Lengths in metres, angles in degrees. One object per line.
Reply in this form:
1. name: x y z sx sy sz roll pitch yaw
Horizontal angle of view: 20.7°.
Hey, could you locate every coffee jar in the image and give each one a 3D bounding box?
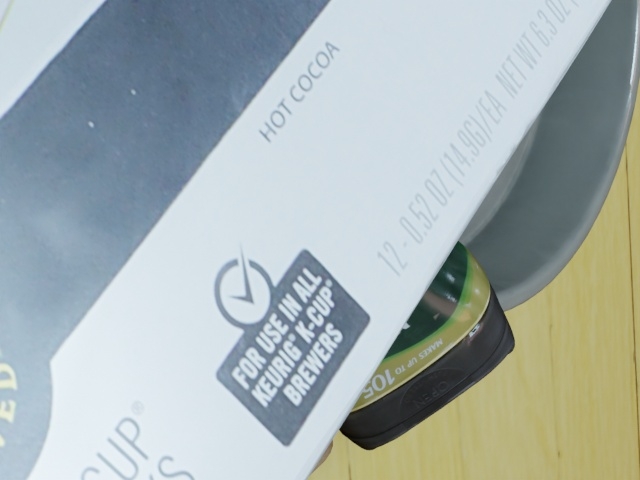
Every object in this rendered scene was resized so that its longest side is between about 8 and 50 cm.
1. coffee jar: 0.000 0.000 0.724 0.096 0.079 0.184 -36 118 6

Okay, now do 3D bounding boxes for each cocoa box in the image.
1. cocoa box: -0.104 -0.050 0.448 0.228 0.231 0.347 45 56 -15

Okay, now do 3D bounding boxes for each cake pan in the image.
1. cake pan: 0.071 -0.110 0.865 0.293 0.054 0.293 -11 104 -52

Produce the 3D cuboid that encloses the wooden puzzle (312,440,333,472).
1. wooden puzzle: -0.105 0.127 0.686 0.239 0.044 0.221 -60 138 -21
